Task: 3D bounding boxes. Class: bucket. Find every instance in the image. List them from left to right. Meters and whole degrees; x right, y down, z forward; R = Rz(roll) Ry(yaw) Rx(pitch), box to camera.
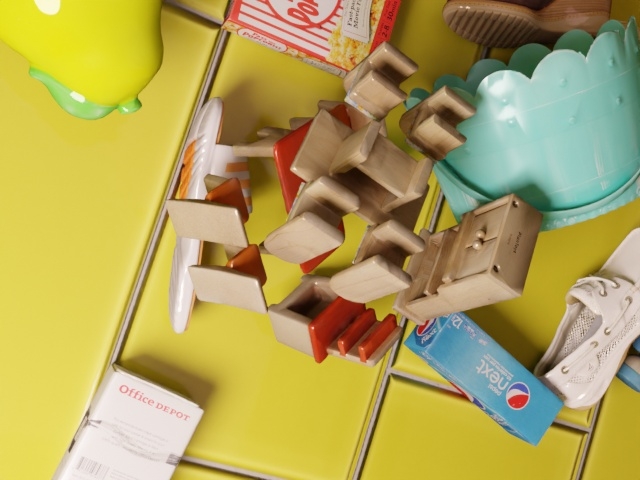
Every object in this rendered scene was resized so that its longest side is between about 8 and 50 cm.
[{"bbox_3d":[0.252,-0.129,0.882,0.281,0.281,0.183,-25,103,-17],"label":"bucket"}]

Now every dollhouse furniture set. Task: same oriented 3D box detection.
[{"bbox_3d":[0.000,0.000,0.810,0.262,0.135,0.259,-41,129,-41],"label":"dollhouse furniture set"},{"bbox_3d":[0.072,-0.028,0.759,0.242,0.161,0.212,33,62,-18],"label":"dollhouse furniture set"}]

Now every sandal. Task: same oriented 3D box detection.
[{"bbox_3d":[-0.119,-0.026,0.844,0.076,0.102,0.265,7,97,-20],"label":"sandal"}]

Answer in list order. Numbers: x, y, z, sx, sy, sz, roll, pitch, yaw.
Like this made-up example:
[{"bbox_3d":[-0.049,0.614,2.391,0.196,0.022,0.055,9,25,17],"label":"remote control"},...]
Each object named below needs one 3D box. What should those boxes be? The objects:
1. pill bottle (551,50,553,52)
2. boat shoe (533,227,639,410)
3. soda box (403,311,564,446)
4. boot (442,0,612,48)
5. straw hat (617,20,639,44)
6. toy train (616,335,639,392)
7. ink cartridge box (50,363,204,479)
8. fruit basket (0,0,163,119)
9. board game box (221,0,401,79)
[{"bbox_3d":[0.351,-0.189,1.007,0.078,0.078,0.137,-9,96,-19],"label":"pill bottle"},{"bbox_3d":[0.380,0.090,1.012,0.096,0.098,0.277,33,82,-17],"label":"boat shoe"},{"bbox_3d":[0.212,0.172,0.971,0.210,0.067,0.071,41,79,-15],"label":"soda box"},{"bbox_3d":[0.268,-0.365,0.991,0.248,0.090,0.207,0,78,-17],"label":"boot"},{"bbox_3d":[0.435,-0.246,1.046,0.144,0.061,0.144,0,91,-20],"label":"straw hat"},{"bbox_3d":[0.535,0.198,1.076,0.248,0.105,0.143,40,94,-22],"label":"toy train"},{"bbox_3d":[-0.213,0.226,0.827,0.109,0.063,0.150,29,81,-17],"label":"ink cartridge box"},{"bbox_3d":[-0.256,-0.312,0.683,0.392,0.283,0.392,-37,146,-31],"label":"fruit basket"},{"bbox_3d":[-0.004,-0.289,0.901,0.193,0.045,0.147,18,85,-18],"label":"board game box"}]
